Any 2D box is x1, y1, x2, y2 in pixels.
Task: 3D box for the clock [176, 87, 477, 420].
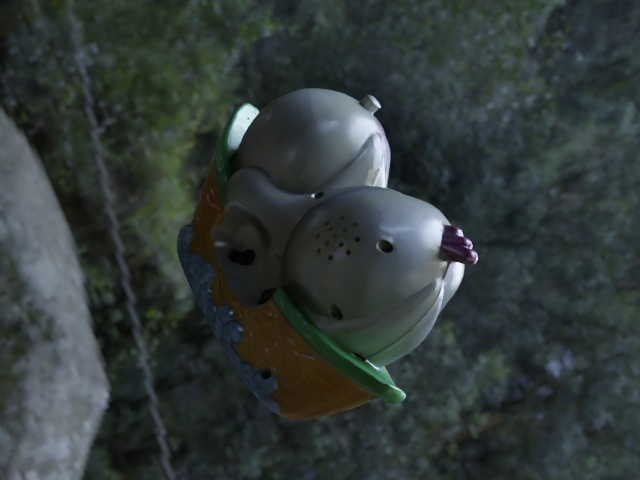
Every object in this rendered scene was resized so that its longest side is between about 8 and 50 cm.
[{"bbox_3d":[0.000,0.000,0.859,0.103,0.144,0.231,35,19,-50],"label":"clock"}]
